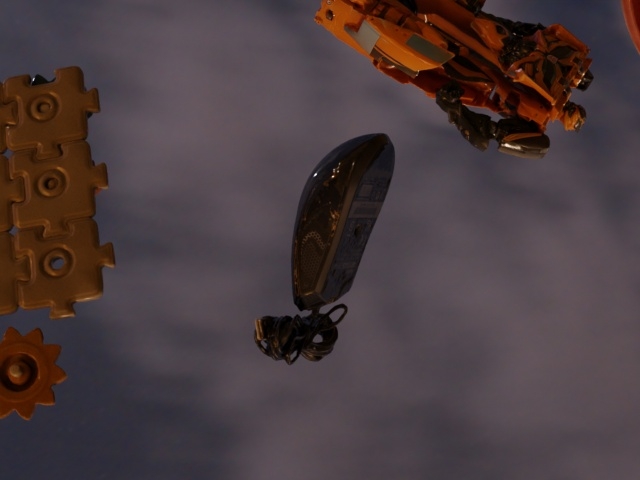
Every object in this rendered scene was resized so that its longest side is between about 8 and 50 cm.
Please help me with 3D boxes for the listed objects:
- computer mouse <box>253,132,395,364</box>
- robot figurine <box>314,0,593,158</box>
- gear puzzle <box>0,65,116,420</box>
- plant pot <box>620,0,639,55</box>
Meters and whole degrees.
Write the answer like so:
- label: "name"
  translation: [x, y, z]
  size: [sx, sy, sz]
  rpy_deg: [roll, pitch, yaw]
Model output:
- label: "computer mouse"
  translation: [0.000, 0.000, 1.610]
  size: [0.272, 0.072, 0.188]
  rpy_deg: [-69, -21, 4]
- label: "robot figurine"
  translation: [0.152, -0.204, 1.497]
  size: [0.291, 0.085, 0.211]
  rpy_deg: [31, -132, 6]
- label: "gear puzzle"
  translation: [-0.275, 0.003, 1.351]
  size: [0.044, 0.175, 0.339]
  rpy_deg: [72, -171, -69]
- label: "plant pot"
  translation: [0.461, -0.266, 1.334]
  size: [0.265, 0.272, 0.272]
  rpy_deg: [-44, -80, -30]
